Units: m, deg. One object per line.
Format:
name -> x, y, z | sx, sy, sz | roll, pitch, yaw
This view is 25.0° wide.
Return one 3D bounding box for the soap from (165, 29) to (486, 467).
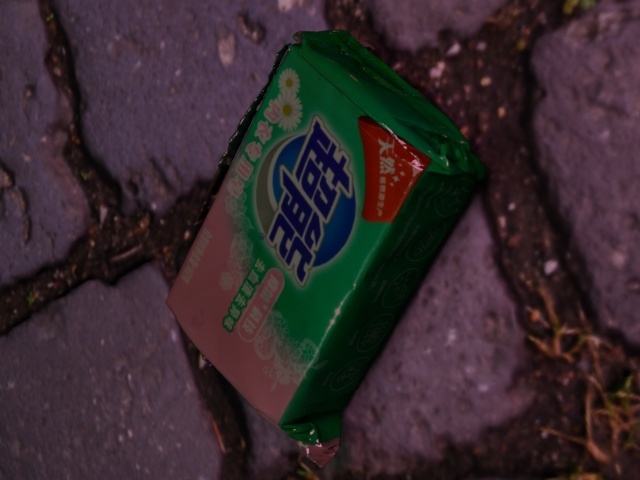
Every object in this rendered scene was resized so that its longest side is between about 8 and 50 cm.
soap -> 0.002, 0.000, 1.097 | 0.218, 0.098, 0.273 | 43, 121, 25
